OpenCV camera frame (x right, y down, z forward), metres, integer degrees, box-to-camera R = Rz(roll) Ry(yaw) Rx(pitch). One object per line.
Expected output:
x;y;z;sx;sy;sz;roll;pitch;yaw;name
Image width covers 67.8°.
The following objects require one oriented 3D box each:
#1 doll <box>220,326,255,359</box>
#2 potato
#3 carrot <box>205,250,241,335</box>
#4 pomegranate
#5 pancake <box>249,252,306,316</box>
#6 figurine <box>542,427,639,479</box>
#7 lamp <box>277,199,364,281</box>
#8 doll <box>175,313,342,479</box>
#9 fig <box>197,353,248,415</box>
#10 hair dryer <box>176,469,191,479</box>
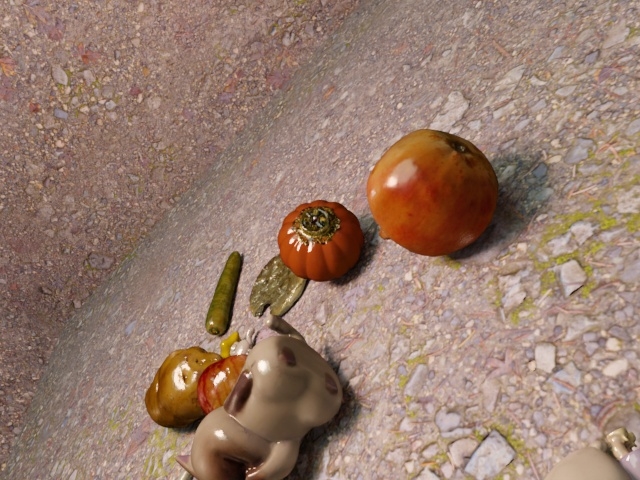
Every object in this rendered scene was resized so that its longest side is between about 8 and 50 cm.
-0.233;0.304;1.362;0.135;0.071;0.113;-51;37;-6;doll
-0.407;0.428;1.369;0.369;0.195;0.176;-38;-1;40;potato
-0.326;0.165;1.634;0.074;0.074;0.358;-33;34;32;carrot
0.212;-0.086;0.968;0.270;0.252;0.229;-57;12;39;pomegranate
-0.118;0.123;1.417;0.254;0.037;0.253;-34;35;28;pancake
0.341;0.327;0.468;0.155;0.127;0.235;-39;36;5;figurine
0.000;0.000;1.219;0.224;0.196;0.223;-4;57;7;lamp
-0.112;0.360;0.977;0.370;0.215;0.226;-59;25;-9;doll
-0.209;0.391;1.157;0.175;0.175;0.207;-30;63;35;fig
-0.337;0.640;1.166;0.207;0.075;0.237;-17;37;37;hair dryer
